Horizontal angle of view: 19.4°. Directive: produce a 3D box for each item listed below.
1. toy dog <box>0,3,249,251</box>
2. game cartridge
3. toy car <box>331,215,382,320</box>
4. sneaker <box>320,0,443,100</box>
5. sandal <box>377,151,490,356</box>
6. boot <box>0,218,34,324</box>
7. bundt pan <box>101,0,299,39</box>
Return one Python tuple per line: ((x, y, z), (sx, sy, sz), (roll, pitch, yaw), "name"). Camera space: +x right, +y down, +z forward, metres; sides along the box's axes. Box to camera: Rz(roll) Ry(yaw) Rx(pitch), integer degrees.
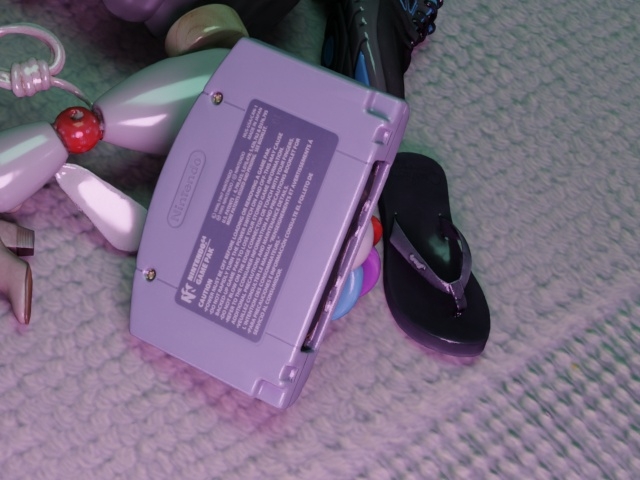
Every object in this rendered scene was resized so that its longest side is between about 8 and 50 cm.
((-0.177, -0.099, 1.830), (0.334, 0.161, 0.220), (-6, 54, -2), "toy dog")
((-0.057, -0.022, 1.689), (0.198, 0.297, 0.062), (26, 9, 29), "game cartridge")
((0.000, 0.000, 1.792), (0.136, 0.159, 0.182), (41, 37, -32), "toy car")
((0.074, -0.244, 2.014), (0.140, 0.125, 0.340), (9, 51, -17), "sneaker")
((0.105, 0.006, 1.857), (0.097, 0.054, 0.254), (-2, 52, -18), "sandal")
((-0.310, 0.027, 1.732), (0.087, 0.042, 0.118), (1, 49, -7), "boot")
((-0.159, -0.325, 1.971), (0.331, 0.124, 0.331), (25, 35, -19), "bundt pan")
